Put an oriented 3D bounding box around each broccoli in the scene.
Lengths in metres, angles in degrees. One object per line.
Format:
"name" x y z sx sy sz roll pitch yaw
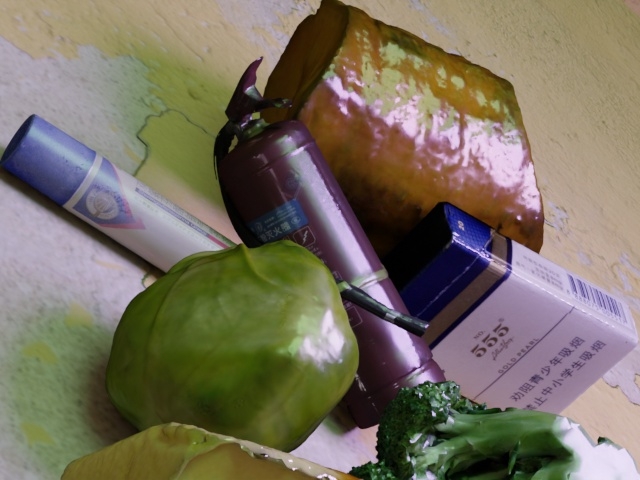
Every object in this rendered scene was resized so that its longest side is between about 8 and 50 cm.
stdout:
"broccoli" 0.143 0.241 1.479 0.294 0.245 0.265 31 40 -24

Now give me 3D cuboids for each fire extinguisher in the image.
"fire extinguisher" 0.000 0.000 1.664 0.105 0.141 0.341 -31 93 -46

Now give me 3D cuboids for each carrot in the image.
"carrot" 0.080 -0.090 1.873 0.340 0.241 0.241 25 32 -27

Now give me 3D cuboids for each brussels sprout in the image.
"brussels sprout" -0.067 0.091 1.458 0.161 0.223 0.223 43 23 -32

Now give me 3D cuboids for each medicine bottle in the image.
"medicine bottle" -0.176 -0.028 1.639 0.231 0.059 0.059 33 28 -18

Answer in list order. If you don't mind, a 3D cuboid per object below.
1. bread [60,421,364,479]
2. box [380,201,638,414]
"bread" -0.037 0.269 1.215 0.263 0.198 0.236 24 59 -27
"box" 0.169 0.080 1.825 0.259 0.168 0.071 29 32 -27
